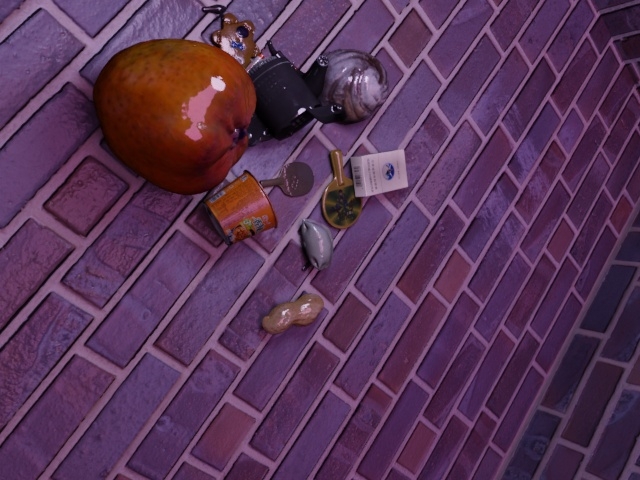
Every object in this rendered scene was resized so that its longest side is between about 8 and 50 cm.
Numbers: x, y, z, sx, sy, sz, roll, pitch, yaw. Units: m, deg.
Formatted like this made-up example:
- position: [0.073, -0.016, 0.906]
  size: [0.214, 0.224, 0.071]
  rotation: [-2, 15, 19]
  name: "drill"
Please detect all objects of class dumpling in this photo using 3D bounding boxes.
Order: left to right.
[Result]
- position: [-0.011, 0.005, 2.022]
  size: [0.105, 0.149, 0.216]
  rotation: [-19, 100, 11]
  name: "dumpling"

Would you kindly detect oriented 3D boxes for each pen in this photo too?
- position: [-0.269, -0.567, 1.808]
  size: [0.026, 0.026, 0.218]
  rotation: [44, 76, -27]
  name: "pen"

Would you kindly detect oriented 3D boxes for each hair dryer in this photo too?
- position: [-0.348, -0.761, 1.752]
  size: [0.079, 0.031, 0.083]
  rotation: [-15, 59, -22]
  name: "hair dryer"
- position: [-0.096, -0.633, 1.868]
  size: [0.272, 0.235, 0.091]
  rotation: [37, 66, -2]
  name: "hair dryer"

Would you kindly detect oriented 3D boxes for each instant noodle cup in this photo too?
- position: [-0.277, -0.099, 1.777]
  size: [0.182, 0.230, 0.230]
  rotation: [-32, 110, -16]
  name: "instant noodle cup"

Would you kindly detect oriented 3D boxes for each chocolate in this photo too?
- position: [0.138, -0.596, 1.982]
  size: [0.303, 0.213, 0.303]
  rotation: [-4, 98, -32]
  name: "chocolate"

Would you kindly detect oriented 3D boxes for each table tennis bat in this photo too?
- position: [-0.124, -0.227, 1.967]
  size: [0.234, 0.022, 0.131]
  rotation: [-11, 101, -33]
  name: "table tennis bat"
- position: [0.079, -0.203, 2.082]
  size: [0.198, 0.050, 0.320]
  rotation: [-16, 106, -32]
  name: "table tennis bat"

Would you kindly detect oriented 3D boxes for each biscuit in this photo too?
- position: [-0.296, -0.660, 1.812]
  size: [0.180, 0.039, 0.236]
  rotation: [6, 93, -33]
  name: "biscuit"

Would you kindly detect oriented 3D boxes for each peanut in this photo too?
- position: [-0.101, 0.279, 1.979]
  size: [0.263, 0.101, 0.117]
  rotation: [-15, 82, -29]
  name: "peanut"

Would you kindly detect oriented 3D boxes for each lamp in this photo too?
- position: [-0.129, -0.496, 1.791]
  size: [0.374, 0.205, 0.272]
  rotation: [-17, 93, 10]
  name: "lamp"

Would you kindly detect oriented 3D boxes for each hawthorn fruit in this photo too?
- position: [-0.425, -0.374, 1.545]
  size: [0.472, 0.472, 0.471]
  rotation: [-3, 96, -31]
  name: "hawthorn fruit"

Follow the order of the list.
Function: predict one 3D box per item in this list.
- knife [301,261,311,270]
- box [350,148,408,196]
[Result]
- position: [-0.011, 0.066, 2.067]
  size: [0.170, 0.010, 0.023]
  rotation: [-42, 114, -23]
  name: "knife"
- position: [0.244, -0.279, 2.138]
  size: [0.256, 0.069, 0.164]
  rotation: [-16, 103, -38]
  name: "box"
